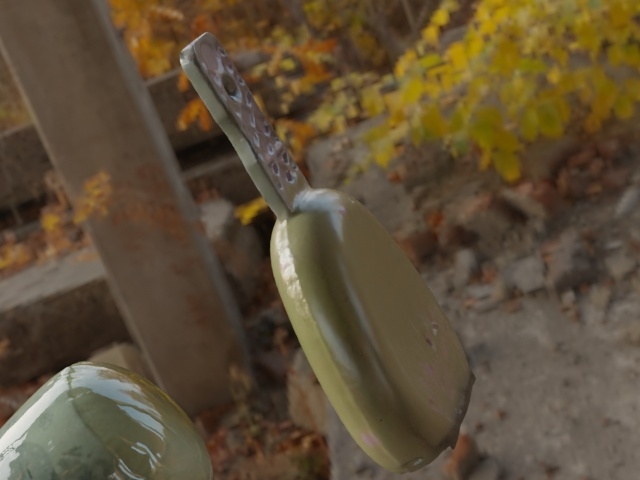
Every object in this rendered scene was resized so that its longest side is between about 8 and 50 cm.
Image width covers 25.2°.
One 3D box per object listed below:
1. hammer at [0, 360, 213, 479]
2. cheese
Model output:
[{"bbox_3d":[-0.080,0.226,0.776,0.202,0.305,0.113,-46,1,10],"label":"hammer"},{"bbox_3d":[0.000,0.000,0.588,0.037,0.192,0.097,-26,13,23],"label":"cheese"}]
